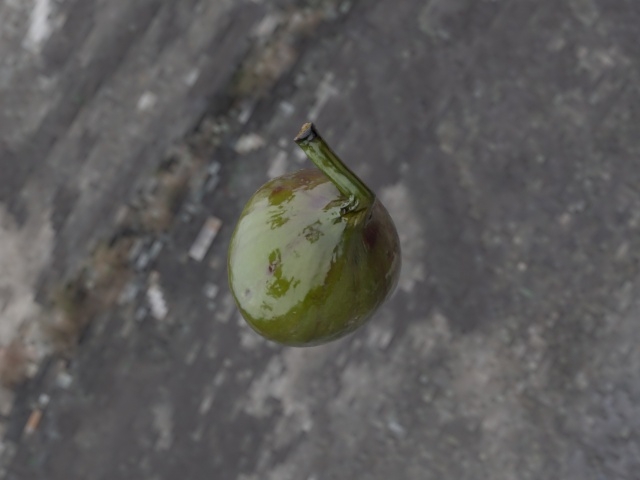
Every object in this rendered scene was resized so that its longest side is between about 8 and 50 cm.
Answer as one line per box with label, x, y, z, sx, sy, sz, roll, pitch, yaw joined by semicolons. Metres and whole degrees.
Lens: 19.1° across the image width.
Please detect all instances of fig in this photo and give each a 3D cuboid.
fig;0.008;-0.001;1.487;0.186;0.142;0.148;-31;77;49
